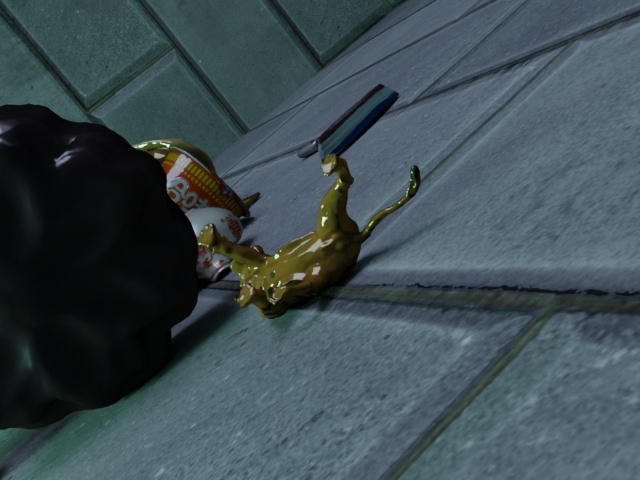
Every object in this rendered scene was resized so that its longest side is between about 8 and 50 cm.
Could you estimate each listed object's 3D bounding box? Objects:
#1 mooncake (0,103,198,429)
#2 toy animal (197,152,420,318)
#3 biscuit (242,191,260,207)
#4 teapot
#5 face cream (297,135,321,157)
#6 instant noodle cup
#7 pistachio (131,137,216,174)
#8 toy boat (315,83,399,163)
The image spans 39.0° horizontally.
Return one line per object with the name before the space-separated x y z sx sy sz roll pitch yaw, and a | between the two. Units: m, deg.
mooncake | -0.325 0.027 1.067 0.351 0.381 0.212 -28 17 -5
toy animal | 0.001 0.008 0.866 0.255 0.114 0.116 -26 -26 32
biscuit | -0.207 -0.034 1.801 0.144 0.016 0.203 -46 14 -33
teapot | -0.195 0.012 1.415 0.159 0.116 0.245 -51 6 -2
face cream | -0.012 -0.186 1.772 0.083 0.021 0.040 -22 21 53
instant noodle cup | -0.261 -0.027 1.595 0.212 0.193 0.193 -50 14 -13
pistachio | -0.363 -0.085 1.923 0.321 0.238 0.229 -34 37 35
toy boat | 0.059 -0.206 1.584 0.080 0.046 0.229 -19 20 51
